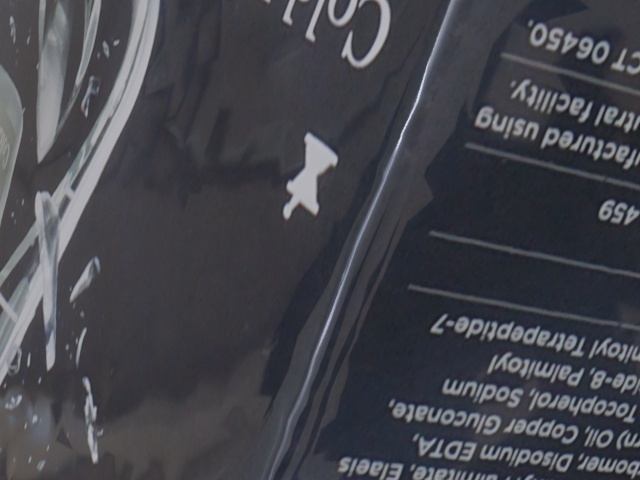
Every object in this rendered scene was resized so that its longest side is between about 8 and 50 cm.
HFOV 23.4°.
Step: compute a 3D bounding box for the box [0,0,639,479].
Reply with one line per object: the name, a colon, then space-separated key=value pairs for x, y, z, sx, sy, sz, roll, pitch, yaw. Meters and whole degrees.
box: x=0.000 y=0.000 z=0.724 sx=0.297 sy=0.472 sz=0.480 roll=9 pitch=-160 yaw=-31
